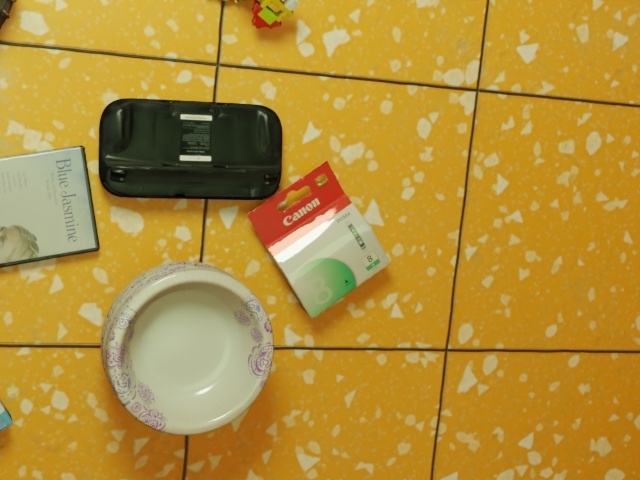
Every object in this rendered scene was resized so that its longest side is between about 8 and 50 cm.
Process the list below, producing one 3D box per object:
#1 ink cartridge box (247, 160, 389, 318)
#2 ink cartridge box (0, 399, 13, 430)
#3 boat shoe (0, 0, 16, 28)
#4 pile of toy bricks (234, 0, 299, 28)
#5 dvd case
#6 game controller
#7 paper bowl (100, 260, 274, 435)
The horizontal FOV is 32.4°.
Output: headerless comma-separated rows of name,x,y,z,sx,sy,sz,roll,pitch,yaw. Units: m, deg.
ink cartridge box,0.000,0.000,1.965,0.181,0.056,0.225,-35,119,-10
ink cartridge box,-0.581,0.271,1.825,0.088,0.052,0.122,-31,110,-12
boat shoe,-0.631,-0.398,1.641,0.355,0.132,0.130,19,93,-20
pile of toy bricks,-0.146,-0.440,1.832,0.105,0.118,0.212,-38,130,20
dvd case,-0.500,-0.049,1.810,0.253,0.022,0.180,-11,103,-18
game controller,-0.216,-0.154,1.878,0.319,0.067,0.167,1,85,-20
paper bowl,-0.232,0.176,1.879,0.284,0.148,0.284,-3,101,-18
